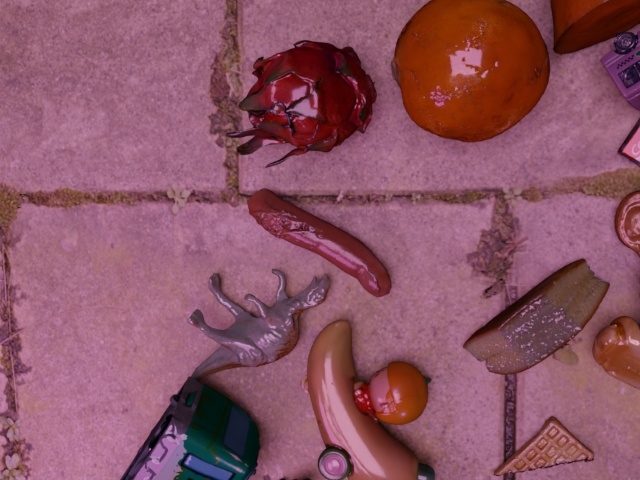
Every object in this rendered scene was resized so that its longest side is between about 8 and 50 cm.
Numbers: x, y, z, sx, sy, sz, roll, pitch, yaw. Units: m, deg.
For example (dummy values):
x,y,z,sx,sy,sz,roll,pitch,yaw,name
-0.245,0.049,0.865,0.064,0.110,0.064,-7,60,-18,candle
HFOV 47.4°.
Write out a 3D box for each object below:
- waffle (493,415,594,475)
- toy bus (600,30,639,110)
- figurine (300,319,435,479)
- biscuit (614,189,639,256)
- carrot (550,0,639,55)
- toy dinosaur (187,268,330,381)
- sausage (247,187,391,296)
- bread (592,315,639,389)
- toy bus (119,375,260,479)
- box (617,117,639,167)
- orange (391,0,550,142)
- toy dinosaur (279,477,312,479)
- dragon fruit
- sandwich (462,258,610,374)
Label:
x,y,z,sx,sy,sz,roll,pitch,yaw,name
0.384,0.387,1.260,0.097,0.023,0.153,45,101,8,waffle
0.539,-0.290,1.100,0.198,0.096,0.108,-34,61,32,toy bus
0.088,0.292,1.275,0.222,0.124,0.325,-19,86,14,figurine
0.658,0.007,1.150,0.351,0.057,0.312,-6,92,14,biscuit
0.442,-0.467,1.089,0.214,0.193,0.332,-4,91,45,carrot
-0.159,0.178,1.346,0.205,0.092,0.393,35,99,4,toy dinosaur
0.000,0.000,1.297,0.304,0.078,0.078,30,100,8,sausage
0.531,0.185,1.168,0.177,0.084,0.119,25,140,11,bread
-0.260,0.442,1.330,0.199,0.183,0.344,32,106,-10,toy bus
0.562,-0.220,1.162,0.055,0.039,0.218,34,101,8,box
0.231,-0.271,1.140,0.239,0.240,0.240,1,95,13,orange
-0.089,0.507,1.303,0.087,0.179,0.187,23,97,10,toy dinosaur
-0.031,-0.234,1.218,0.273,0.193,0.192,-18,84,-13,dragon fruit
0.360,0.136,1.214,0.258,0.096,0.094,-43,90,15,sandwich
